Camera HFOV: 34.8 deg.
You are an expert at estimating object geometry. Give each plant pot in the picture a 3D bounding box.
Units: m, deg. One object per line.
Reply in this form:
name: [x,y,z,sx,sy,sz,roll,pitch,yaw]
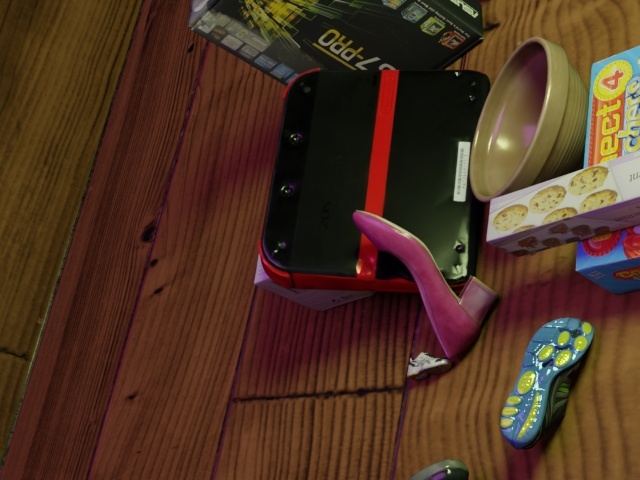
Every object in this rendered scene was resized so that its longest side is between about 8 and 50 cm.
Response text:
plant pot: [0.304,-0.151,1.410,0.237,0.109,0.237,-163,90,-78]

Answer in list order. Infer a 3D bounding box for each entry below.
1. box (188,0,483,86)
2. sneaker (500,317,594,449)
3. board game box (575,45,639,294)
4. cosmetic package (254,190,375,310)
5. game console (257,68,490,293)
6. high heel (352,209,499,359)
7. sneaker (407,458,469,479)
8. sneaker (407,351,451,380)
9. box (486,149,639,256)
box: [0.027,-0.381,1.721,0.318,0.395,0.097,-31,44,40]
sneaker: [0.283,0.178,1.285,0.067,0.078,0.188,23,72,28]
board game box: [0.462,-0.113,1.216,0.302,0.086,0.308,-18,55,48]
cosmetic package: [0.000,0.000,1.728,0.151,0.151,0.184,-20,54,47]
game console: [0.086,-0.102,1.613,0.342,0.060,0.387,3,67,12]
high heel: [0.127,0.060,1.463,0.117,0.244,0.082,-56,1,2]
sneaker: [0.135,0.395,1.340,0.227,0.087,0.130,-53,36,22]
sneaker: [0.157,0.178,1.498,0.083,0.032,0.037,-24,50,44]
box: [0.337,-0.051,1.209,0.324,0.063,0.067,-18,56,48]
